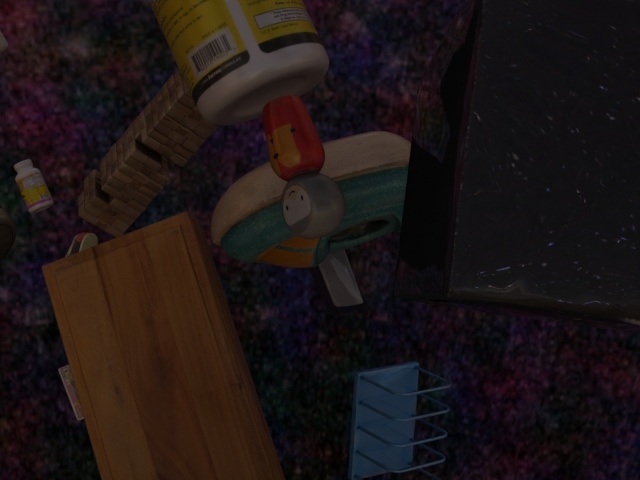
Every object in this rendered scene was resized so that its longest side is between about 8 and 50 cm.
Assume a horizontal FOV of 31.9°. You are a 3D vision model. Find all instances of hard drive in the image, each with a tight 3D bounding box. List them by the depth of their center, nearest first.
[{"bbox_3d":[0.000,0.000,1.868,0.054,0.172,0.255,-19,84,-7],"label":"hard drive"}]

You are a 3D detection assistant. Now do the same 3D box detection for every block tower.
[{"bbox_3d":[-0.287,-0.159,1.928,0.097,0.335,0.091,32,25,-32],"label":"block tower"}]

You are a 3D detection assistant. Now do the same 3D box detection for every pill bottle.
[{"bbox_3d":[-0.136,-0.338,1.493,0.188,0.188,0.334,-21,83,-27],"label":"pill bottle"},{"bbox_3d":[-0.474,-0.090,1.842,0.043,0.043,0.083,-23,88,-29],"label":"pill bottle"}]

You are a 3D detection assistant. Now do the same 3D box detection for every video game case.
[{"bbox_3d":[-0.340,0.220,1.720,0.122,0.087,0.011,-21,0,23],"label":"video game case"}]

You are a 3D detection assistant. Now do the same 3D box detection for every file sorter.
[{"bbox_3d":[0.123,0.282,1.668,0.118,0.170,0.104,-5,14,-36],"label":"file sorter"}]

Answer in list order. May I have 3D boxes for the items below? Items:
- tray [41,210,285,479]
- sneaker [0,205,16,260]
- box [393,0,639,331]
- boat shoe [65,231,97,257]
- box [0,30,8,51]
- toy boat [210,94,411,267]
[{"bbox_3d":[-0.189,0.191,1.383,0.202,0.076,0.411,-21,77,5],"label":"tray"},{"bbox_3d":[-0.305,-0.009,0.809,0.083,0.222,0.118,-30,90,-43],"label":"sneaker"},{"bbox_3d":[0.220,-0.028,0.717,0.312,0.179,0.343,8,-3,0],"label":"box"},{"bbox_3d":[-0.458,0.046,2.078,0.043,0.049,0.137,1,63,38],"label":"boat shoe"},{"bbox_3d":[-0.342,-0.192,0.957,0.102,0.087,0.101,-35,45,-9],"label":"box"},{"bbox_3d":[-0.005,-0.042,1.255,0.267,0.318,0.148,-19,75,4],"label":"toy boat"}]
